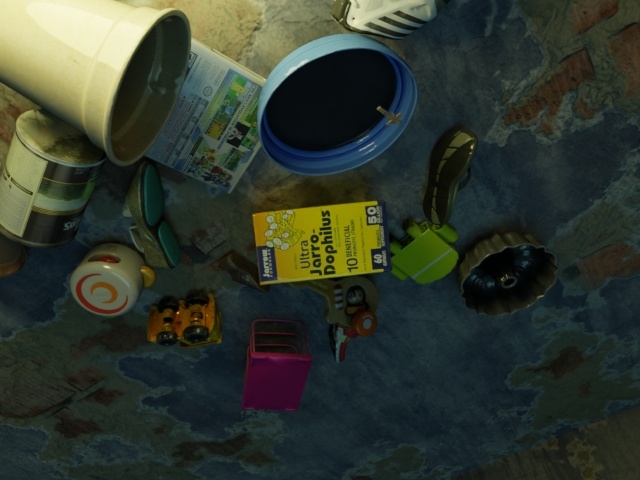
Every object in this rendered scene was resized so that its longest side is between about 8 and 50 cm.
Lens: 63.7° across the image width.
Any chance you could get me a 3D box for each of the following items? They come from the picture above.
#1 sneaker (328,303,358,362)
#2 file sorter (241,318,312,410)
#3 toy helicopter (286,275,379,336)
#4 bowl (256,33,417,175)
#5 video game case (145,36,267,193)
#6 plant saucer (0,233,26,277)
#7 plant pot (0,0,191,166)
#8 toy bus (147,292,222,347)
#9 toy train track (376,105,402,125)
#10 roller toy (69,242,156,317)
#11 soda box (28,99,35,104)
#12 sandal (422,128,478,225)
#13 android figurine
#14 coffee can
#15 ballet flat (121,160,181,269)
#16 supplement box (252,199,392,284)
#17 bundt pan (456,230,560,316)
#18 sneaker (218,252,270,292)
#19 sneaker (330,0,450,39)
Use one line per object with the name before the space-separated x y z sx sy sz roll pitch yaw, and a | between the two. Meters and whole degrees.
sneaker | 0.099 0.335 1.835 0.119 0.107 0.278 -4 130 -13
file sorter | -0.162 0.439 1.825 0.202 0.182 0.290 5 127 -12
toy helicopter | 0.046 0.142 1.625 0.355 0.140 0.234 26 81 -28
bowl | 0.036 -0.315 1.235 0.392 0.077 0.391 -13 148 -9
video game case | -0.283 -0.302 1.291 0.300 0.036 0.329 24 121 -26
plant saucer | -0.933 0.021 1.452 0.199 0.036 0.198 -4 129 -5
plant pot | -0.475 -0.365 1.035 0.306 0.333 0.333 25 123 -3
toy bus | -0.429 0.289 1.701 0.221 0.149 0.211 -11 146 3
toy train track | 0.165 -0.303 1.238 0.083 0.014 0.048 23 137 -39
roller toy | -0.610 0.110 1.504 0.209 0.146 0.191 -33 116 18
soda box | -0.577 -0.324 1.210 0.181 0.058 0.061 20 123 -23
sandal | 0.370 -0.181 1.463 0.086 0.120 0.302 -19 138 -31
android figurine | 0.330 0.041 1.658 0.273 0.056 0.248 33 117 -30
coffee can | -0.658 -0.146 1.250 0.202 0.201 0.275 22 123 -24
ballet flat | -0.480 -0.058 1.417 0.123 0.123 0.348 -8 130 -3
supplement box | 0.000 0.000 1.435 0.357 0.195 0.194 -6 94 -4
bundt pan | 0.603 0.100 1.706 0.331 0.124 0.330 -4 129 -5
sneaker | -0.240 0.108 1.628 0.071 0.066 0.188 -24 125 32
sneaker | 0.082 -0.579 1.033 0.257 0.169 0.448 -40 127 20
